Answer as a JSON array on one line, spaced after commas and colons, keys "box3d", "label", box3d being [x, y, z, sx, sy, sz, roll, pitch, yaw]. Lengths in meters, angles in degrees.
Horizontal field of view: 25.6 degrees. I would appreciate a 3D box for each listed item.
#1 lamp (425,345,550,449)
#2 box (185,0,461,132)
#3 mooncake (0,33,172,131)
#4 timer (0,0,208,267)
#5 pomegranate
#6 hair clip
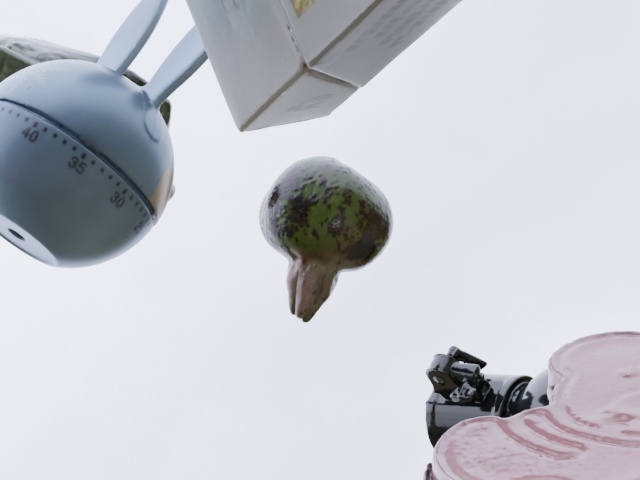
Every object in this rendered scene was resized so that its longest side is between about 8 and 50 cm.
[{"box3d": [0.200, 0.185, 1.502, 0.172, 0.227, 0.147, 53, -129, -35], "label": "lamp"}, {"box3d": [0.015, -0.172, 0.657, 0.067, 0.155, 0.243, -11, -17, -37], "label": "box"}, {"box3d": [-0.313, -0.152, 1.554, 0.254, 0.250, 0.136, 19, -93, -34], "label": "mooncake"}, {"box3d": [-0.156, -0.082, 1.093, 0.255, 0.175, 0.175, -36, -37, -33], "label": "timer"}, {"box3d": [0.002, -0.005, 1.449, 0.138, 0.125, 0.163, 14, -71, 2], "label": "pomegranate"}, {"box3d": [0.107, 0.073, 0.501, 0.138, 0.123, 0.102, 21, -99, -40], "label": "hair clip"}]
